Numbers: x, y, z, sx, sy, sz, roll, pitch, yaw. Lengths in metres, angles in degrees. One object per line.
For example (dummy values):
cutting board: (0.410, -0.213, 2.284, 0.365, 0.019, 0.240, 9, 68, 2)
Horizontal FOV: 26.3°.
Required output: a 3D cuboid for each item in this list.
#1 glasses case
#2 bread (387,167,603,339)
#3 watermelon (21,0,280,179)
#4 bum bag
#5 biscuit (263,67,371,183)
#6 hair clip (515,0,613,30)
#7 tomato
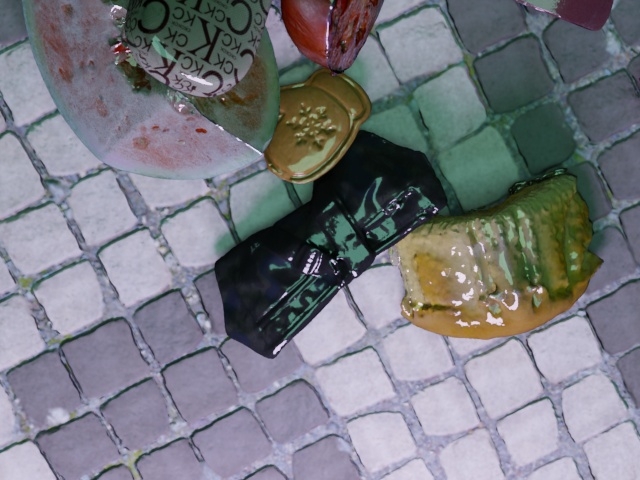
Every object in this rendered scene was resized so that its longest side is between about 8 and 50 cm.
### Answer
glasses case: (-0.106, -0.314, 1.417, 0.137, 0.085, 0.355, 24, 63, -26)
bread: (0.212, 0.028, 1.584, 0.251, 0.133, 0.174, -13, 103, -1)
watermelon: (-0.185, -0.211, 1.502, 0.175, 0.188, 0.322, -38, 100, -41)
bum bag: (0.000, 0.000, 1.578, 0.310, 0.074, 0.137, -42, 71, 4)
biscuit: (-0.017, -0.135, 1.564, 0.118, 0.023, 0.140, 31, 87, 5)
hair clip: (0.273, -0.284, 1.571, 0.137, 0.022, 0.054, 20, 98, -9)
tomato: (0.018, -0.290, 1.469, 0.085, 0.225, 0.225, 18, 102, 13)
